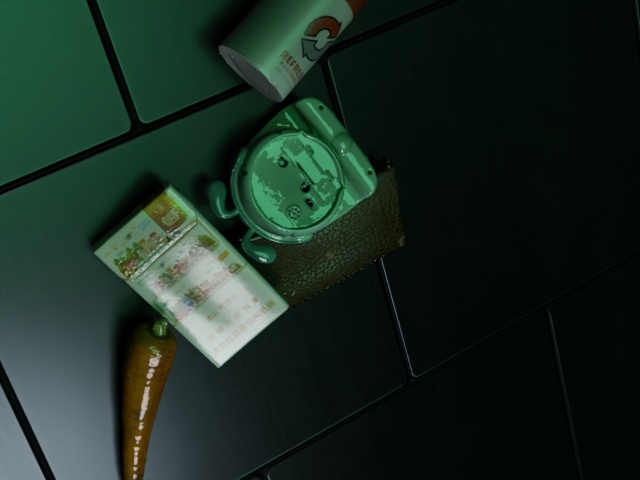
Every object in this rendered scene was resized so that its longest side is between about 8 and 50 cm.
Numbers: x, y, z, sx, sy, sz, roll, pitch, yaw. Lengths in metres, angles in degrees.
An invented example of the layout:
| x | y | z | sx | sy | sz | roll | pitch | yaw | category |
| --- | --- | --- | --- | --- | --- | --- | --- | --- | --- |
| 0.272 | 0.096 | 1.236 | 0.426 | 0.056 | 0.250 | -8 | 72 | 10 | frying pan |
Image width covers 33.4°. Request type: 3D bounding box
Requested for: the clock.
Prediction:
| x | y | z | sx | sy | sz | roll | pitch | yaw | category |
| --- | --- | --- | --- | --- | --- | --- | --- | --- | --- |
| -0.036 | -0.066 | 1.280 | 0.188 | 0.060 | 0.148 | -43 | 103 | -14 | clock |

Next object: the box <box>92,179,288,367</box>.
| x | y | z | sx | sy | sz | roll | pitch | yaw | category |
| --- | --- | --- | --- | --- | --- | --- | --- | --- | --- |
| -0.151 | 0.043 | 1.269 | 0.122 | 0.032 | 0.220 | -41 | 117 | 4 | box |

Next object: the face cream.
| x | y | z | sx | sy | sz | roll | pitch | yaw | category |
| --- | --- | --- | --- | --- | --- | --- | --- | --- | --- |
| -0.013 | -0.270 | 1.232 | 0.214 | 0.096 | 0.096 | -50 | 122 | -7 | face cream |

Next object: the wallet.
| x | y | z | sx | sy | sz | roll | pitch | yaw | category |
| --- | --- | --- | --- | --- | --- | --- | --- | --- | --- |
| 0.000 | 0.000 | 1.363 | 0.243 | 0.039 | 0.132 | -30 | 123 | -19 | wallet |

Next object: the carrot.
| x | y | z | sx | sy | sz | roll | pitch | yaw | category |
| --- | --- | --- | --- | --- | --- | --- | --- | --- | --- |
| -0.220 | 0.203 | 1.298 | 0.061 | 0.061 | 0.256 | 1 | 114 | -30 | carrot |
